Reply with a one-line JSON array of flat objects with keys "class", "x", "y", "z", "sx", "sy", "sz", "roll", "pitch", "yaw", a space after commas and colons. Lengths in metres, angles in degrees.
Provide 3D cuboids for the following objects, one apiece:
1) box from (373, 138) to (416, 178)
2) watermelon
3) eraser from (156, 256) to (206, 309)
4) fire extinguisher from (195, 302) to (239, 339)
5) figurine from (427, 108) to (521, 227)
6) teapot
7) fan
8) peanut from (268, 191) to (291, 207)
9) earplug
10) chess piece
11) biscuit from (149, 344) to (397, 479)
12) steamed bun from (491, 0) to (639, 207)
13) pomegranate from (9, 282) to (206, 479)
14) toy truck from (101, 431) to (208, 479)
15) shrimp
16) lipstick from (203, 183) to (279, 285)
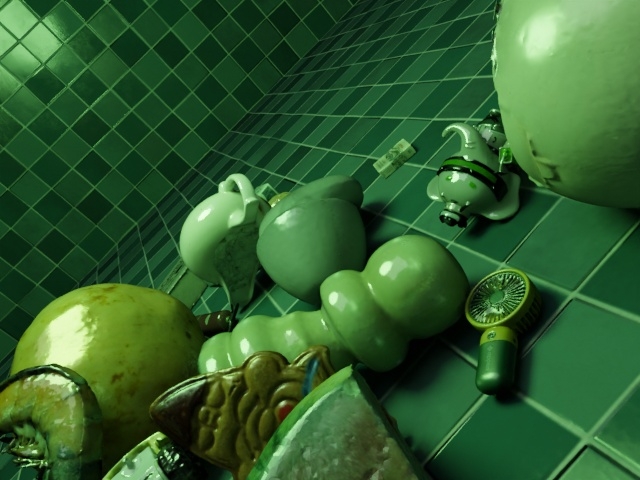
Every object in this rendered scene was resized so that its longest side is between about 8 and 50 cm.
[{"class": "box", "x": 0.149, "y": -0.166, "z": 1.194, "sx": 0.083, "sy": 0.024, "sz": 0.054, "roll": -41, "pitch": 22, "yaw": 9}, {"class": "watermelon", "x": 0.022, "y": 0.252, "z": 0.483, "sx": 0.201, "sy": 0.213, "sz": 0.262, "roll": 27, "pitch": 70, "yaw": 26}, {"class": "eraser", "x": -0.377, "y": 0.163, "z": 1.442, "sx": 0.111, "sy": 0.077, "sz": 0.352, "roll": -14, "pitch": 37, "yaw": 49}, {"class": "fire extinguisher", "x": -0.215, "y": 0.175, "z": 1.203, "sx": 0.157, "sy": 0.045, "sz": 0.078, "roll": -17, "pitch": 63, "yaw": 47}, {"class": "figurine", "x": 0.227, "y": -0.102, "z": 0.841, "sx": 0.147, "sy": 0.126, "sz": 0.192, "roll": 18, "pitch": 75, "yaw": 44}, {"class": "teapot", "x": -0.172, "y": -0.007, "z": 1.155, "sx": 0.204, "sy": 0.298, "sz": 0.139, "roll": -16, "pitch": 45, "yaw": -23}, {"class": "fan", "x": 0.196, "y": 0.100, "z": 0.640, "sx": 0.082, "sy": 0.039, "sz": 0.155, "roll": -22, "pitch": 33, "yaw": 41}, {"class": "peanut", "x": -0.123, "y": -0.048, "z": 1.379, "sx": 0.187, "sy": 0.082, "sz": 0.082, "roll": -32, "pitch": 26, "yaw": 28}, {"class": "earplug", "x": -0.007, "y": -0.010, "z": 1.030, "sx": 0.214, "sy": 0.175, "sz": 0.325, "roll": -34, "pitch": 15, "yaw": 12}, {"class": "chess piece", "x": 0.030, "y": 0.114, "z": 0.740, "sx": 0.330, "sy": 0.182, "sz": 0.182, "roll": -35, "pitch": 24, "yaw": 8}, {"class": "biscuit", "x": -0.054, "y": 0.201, "z": 0.653, "sx": 0.043, "sy": 0.280, "sz": 0.183, "roll": 62, "pitch": -145, "yaw": -88}, {"class": "steamed bun", "x": 0.345, "y": -0.177, "z": 0.576, "sx": 0.309, "sy": 0.309, "sz": 0.309, "roll": -36, "pitch": 24, "yaw": 19}, {"class": "pomegranate", "x": -0.336, "y": 0.240, "z": 0.925, "sx": 0.342, "sy": 0.342, "sz": 0.342, "roll": -36, "pitch": 24, "yaw": 19}, {"class": "toy truck", "x": -0.137, "y": 0.336, "z": 0.633, "sx": 0.136, "sy": 0.111, "sz": 0.286, "roll": -41, "pitch": 56, "yaw": -14}, {"class": "shrimp", "x": -0.362, "y": 0.305, "z": 0.721, "sx": 0.222, "sy": 0.290, "sz": 0.054, "roll": -18, "pitch": -17, "yaw": 7}, {"class": "lipstick", "x": -0.203, "y": -0.020, "z": 1.464, "sx": 0.290, "sy": 0.077, "sz": 0.076, "roll": -54, "pitch": 20, "yaw": -25}]
